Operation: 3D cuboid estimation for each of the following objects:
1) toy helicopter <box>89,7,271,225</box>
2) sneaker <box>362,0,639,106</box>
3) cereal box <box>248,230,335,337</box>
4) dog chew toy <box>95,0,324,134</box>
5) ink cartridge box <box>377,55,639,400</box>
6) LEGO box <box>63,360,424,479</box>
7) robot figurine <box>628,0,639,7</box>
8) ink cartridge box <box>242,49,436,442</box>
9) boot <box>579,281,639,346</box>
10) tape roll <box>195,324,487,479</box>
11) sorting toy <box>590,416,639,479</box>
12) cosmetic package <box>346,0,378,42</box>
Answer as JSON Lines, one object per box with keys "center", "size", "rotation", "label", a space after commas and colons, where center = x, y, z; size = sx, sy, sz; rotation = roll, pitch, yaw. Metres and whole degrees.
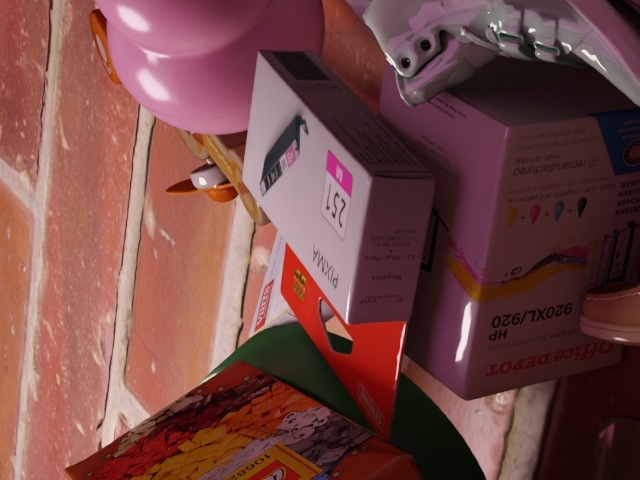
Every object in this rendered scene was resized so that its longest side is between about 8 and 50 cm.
{"center": [-0.113, -0.109, 1.727], "size": [0.355, 0.140, 0.235], "rotation": [-128, 22, -51], "label": "toy helicopter"}
{"center": [0.140, -0.133, 1.186], "size": [0.256, 0.094, 0.151], "rotation": [45, 107, 30], "label": "sneaker"}
{"center": [0.021, -0.012, 1.540], "size": [0.240, 0.047, 0.173], "rotation": [-39, 31, 54], "label": "cereal box"}
{"center": [-0.116, -0.242, 1.485], "size": [0.206, 0.206, 0.332], "rotation": [57, 174, 33], "label": "dog chew toy"}
{"center": [0.149, -0.021, 1.325], "size": [0.168, 0.171, 0.232], "rotation": [39, 129, 48], "label": "ink cartridge box"}
{"center": [0.031, 0.379, 1.345], "size": [0.500, 0.193, 0.372], "rotation": [62, 164, -16], "label": "LEGO box"}
{"center": [0.259, -0.285, 1.093], "size": [0.209, 0.173, 0.278], "rotation": [-143, 52, -63], "label": "robot figurine"}
{"center": [0.000, 0.000, 1.357], "size": [0.275, 0.060, 0.239], "rotation": [-128, 42, -57], "label": "ink cartridge box"}
{"center": [0.280, -0.027, 1.193], "size": [0.262, 0.095, 0.203], "rotation": [-11, 88, 55], "label": "boot"}
{"center": [0.016, 0.231, 1.553], "size": [0.321, 0.077, 0.321], "rotation": [28, 140, 27], "label": "tape roll"}
{"center": [0.259, 0.297, 1.260], "size": [0.229, 0.041, 0.307], "rotation": [-179, 96, -75], "label": "sorting toy"}
{"center": [0.047, -0.381, 1.377], "size": [0.377, 0.097, 0.284], "rotation": [56, 142, 33], "label": "cosmetic package"}
